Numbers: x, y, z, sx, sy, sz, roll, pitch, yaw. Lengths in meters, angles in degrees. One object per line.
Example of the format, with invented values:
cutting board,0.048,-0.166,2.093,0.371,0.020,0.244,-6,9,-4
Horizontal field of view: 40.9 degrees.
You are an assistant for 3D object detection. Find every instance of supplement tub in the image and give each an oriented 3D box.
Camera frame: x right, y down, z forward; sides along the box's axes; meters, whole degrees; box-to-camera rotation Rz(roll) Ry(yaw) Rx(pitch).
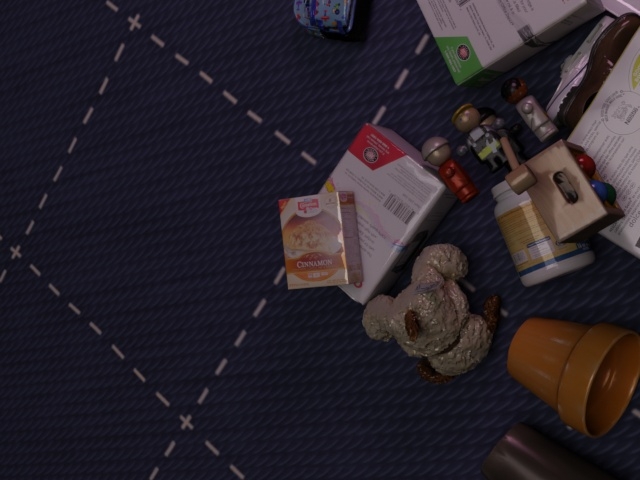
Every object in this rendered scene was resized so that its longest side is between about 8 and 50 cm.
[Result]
supplement tub,0.415,-0.026,1.618,0.144,0.144,0.199,-25,80,26

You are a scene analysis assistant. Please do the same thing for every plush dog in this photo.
plush dog,0.241,0.172,1.692,0.225,0.210,0.262,36,109,-21

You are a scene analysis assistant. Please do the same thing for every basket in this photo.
basket,0.431,0.463,1.622,0.227,0.154,0.204,40,107,25

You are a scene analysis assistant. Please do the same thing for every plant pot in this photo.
plant pot,0.457,0.230,1.585,0.188,0.205,0.205,22,102,41

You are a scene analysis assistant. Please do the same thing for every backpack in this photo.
backpack,0.015,-0.512,1.839,0.173,0.117,0.158,14,97,30

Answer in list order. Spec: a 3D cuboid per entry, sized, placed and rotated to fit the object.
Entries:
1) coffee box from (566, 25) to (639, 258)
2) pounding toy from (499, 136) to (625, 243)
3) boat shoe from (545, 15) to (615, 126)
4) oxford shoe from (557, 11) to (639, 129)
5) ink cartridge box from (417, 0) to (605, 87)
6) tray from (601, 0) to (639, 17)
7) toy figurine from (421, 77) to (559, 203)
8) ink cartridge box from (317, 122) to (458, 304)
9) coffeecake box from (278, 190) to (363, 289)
coffee box,0.613,-0.133,1.401,0.334,0.338,0.338,36,108,23
pounding toy,0.343,-0.096,1.242,0.094,0.206,0.181,-35,74,26
boat shoe,0.493,-0.319,1.617,0.226,0.083,0.076,-49,59,8
oxford shoe,0.517,-0.292,1.524,0.227,0.083,0.096,-66,22,13
ink cartridge box,0.357,-0.453,1.633,0.289,0.122,0.211,-29,78,34
tray,0.572,-0.483,1.577,0.270,0.030,0.145,45,109,26
toy figurine,0.315,-0.194,1.615,0.148,0.213,0.209,55,157,11
ink cartridge box,0.114,-0.056,1.787,0.226,0.131,0.306,42,111,21
coffeecake box,0.000,0.000,1.739,0.142,0.068,0.185,-7,89,30
